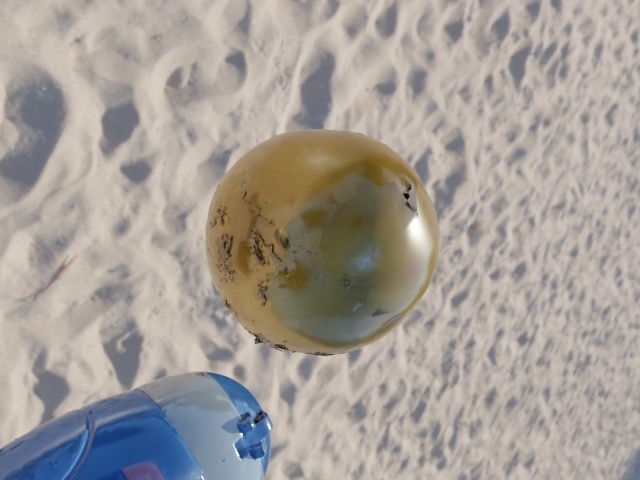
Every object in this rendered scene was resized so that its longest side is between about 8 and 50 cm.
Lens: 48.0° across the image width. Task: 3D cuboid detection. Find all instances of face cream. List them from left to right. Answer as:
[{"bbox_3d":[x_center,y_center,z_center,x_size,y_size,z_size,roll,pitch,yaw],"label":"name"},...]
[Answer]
[{"bbox_3d":[-0.137,0.176,0.444,0.264,0.083,0.149,-31,109,-36],"label":"face cream"}]

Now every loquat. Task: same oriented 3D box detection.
[{"bbox_3d":[0.000,0.000,0.707,0.235,0.235,0.235,-29,131,-40],"label":"loquat"}]
